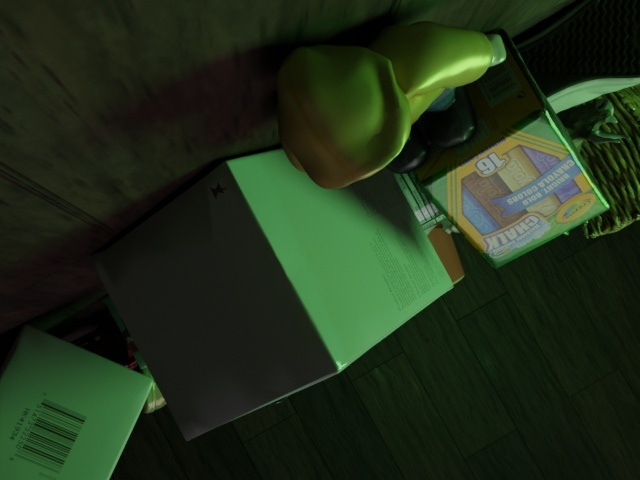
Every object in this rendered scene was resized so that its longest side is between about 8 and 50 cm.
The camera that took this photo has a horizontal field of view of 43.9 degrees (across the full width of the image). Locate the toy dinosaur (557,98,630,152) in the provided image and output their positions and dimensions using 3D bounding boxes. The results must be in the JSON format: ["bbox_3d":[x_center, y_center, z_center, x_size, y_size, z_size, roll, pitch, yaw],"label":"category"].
[{"bbox_3d":[0.358,-0.175,1.297,0.121,0.160,0.313,-29,176,-6],"label":"toy dinosaur"}]

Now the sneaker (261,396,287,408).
[{"bbox_3d":[-0.111,0.210,1.356,0.105,0.147,0.296,-30,179,-9],"label":"sneaker"}]

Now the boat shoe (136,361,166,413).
[{"bbox_3d":[-0.239,0.184,1.268,0.098,0.109,0.302,0,-169,-8],"label":"boat shoe"}]

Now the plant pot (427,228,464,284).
[{"bbox_3d":[0.142,0.011,1.570,0.275,0.243,0.275,-28,177,-2],"label":"plant pot"}]

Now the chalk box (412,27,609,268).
[{"bbox_3d":[0.186,-0.073,0.792,0.132,0.132,0.213,-30,134,19],"label":"chalk box"}]

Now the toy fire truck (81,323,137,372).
[{"bbox_3d":[-0.393,0.222,1.360,0.217,0.158,0.246,-33,158,-18],"label":"toy fire truck"}]

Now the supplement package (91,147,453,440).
[{"bbox_3d":[-0.037,0.033,0.795,0.198,0.199,0.263,-31,176,33],"label":"supplement package"}]

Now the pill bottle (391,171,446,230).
[{"bbox_3d":[0.091,-0.064,1.007,0.246,0.130,0.130,-29,177,7],"label":"pill bottle"}]

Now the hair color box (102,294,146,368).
[{"bbox_3d":[-0.152,0.076,1.206,0.185,0.113,0.374,-29,176,9],"label":"hair color box"}]

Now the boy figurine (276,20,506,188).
[{"bbox_3d":[0.049,-0.096,0.566,0.177,0.092,0.285,-27,180,18],"label":"boy figurine"}]

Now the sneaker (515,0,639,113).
[{"bbox_3d":[0.285,-0.204,0.878,0.290,0.106,0.123,-18,-179,10],"label":"sneaker"}]

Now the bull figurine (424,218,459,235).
[{"bbox_3d":[0.157,-0.036,1.335,0.310,0.188,0.101,-40,133,3],"label":"bull figurine"}]

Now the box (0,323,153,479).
[{"bbox_3d":[-0.354,0.258,1.044,0.215,0.168,0.345,-67,-170,-19],"label":"box"}]

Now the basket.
[{"bbox_3d":[0.548,-0.191,1.459,0.223,0.299,0.213,-23,171,-43],"label":"basket"}]
